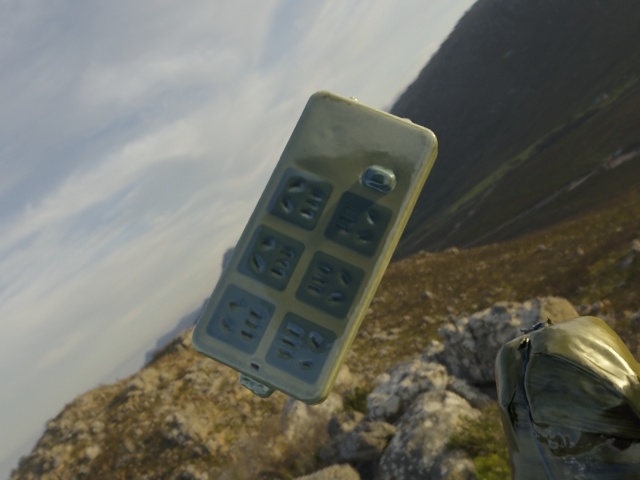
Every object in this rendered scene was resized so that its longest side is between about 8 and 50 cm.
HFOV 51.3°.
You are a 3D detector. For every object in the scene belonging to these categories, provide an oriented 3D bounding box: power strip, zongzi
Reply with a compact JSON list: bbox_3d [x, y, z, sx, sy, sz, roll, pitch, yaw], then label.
[{"bbox_3d":[0.000,0.000,0.551,0.270,0.118,0.046,-65,-13,-11],"label":"power strip"},{"bbox_3d":[0.268,0.170,0.484,0.125,0.251,0.274,-10,-4,-43],"label":"zongzi"}]
